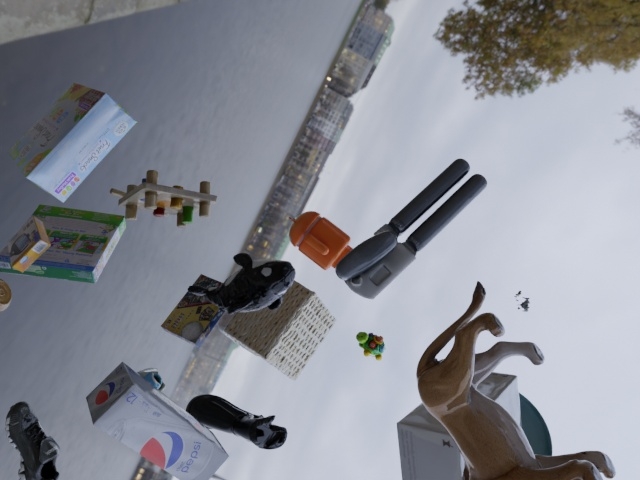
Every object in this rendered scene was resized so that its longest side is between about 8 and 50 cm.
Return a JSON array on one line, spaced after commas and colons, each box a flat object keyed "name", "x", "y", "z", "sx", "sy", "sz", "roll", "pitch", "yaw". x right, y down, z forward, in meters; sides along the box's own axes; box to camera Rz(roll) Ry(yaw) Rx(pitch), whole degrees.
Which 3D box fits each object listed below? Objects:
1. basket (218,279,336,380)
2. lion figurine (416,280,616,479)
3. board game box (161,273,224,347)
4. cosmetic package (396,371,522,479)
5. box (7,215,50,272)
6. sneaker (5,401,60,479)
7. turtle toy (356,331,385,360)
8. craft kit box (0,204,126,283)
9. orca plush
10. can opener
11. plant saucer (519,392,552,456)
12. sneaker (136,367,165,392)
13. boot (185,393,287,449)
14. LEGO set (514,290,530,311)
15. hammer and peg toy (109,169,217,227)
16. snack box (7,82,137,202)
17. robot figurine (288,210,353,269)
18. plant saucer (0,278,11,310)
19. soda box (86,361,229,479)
[{"name": "basket", "x": -0.160, "y": 0.330, "z": 1.796, "sx": 0.331, "sy": 0.267, "sz": 0.328, "roll": -52, "pitch": 146, "yaw": -15}, {"name": "lion figurine", "x": 0.240, "y": 0.281, "z": 0.658, "sx": 0.240, "sy": 0.142, "sz": 0.392, "roll": -37, "pitch": -114, "yaw": 31}, {"name": "board game box", "x": -0.439, "y": 0.250, "z": 1.649, "sx": 0.243, "sy": 0.165, "sz": 0.042, "roll": -57, "pitch": 152, "yaw": -29}, {"name": "cosmetic package", "x": 0.349, "y": 0.473, "z": 1.086, "sx": 0.156, "sy": 0.385, "sz": 0.217, "roll": -4, "pitch": -88, "yaw": 41}, {"name": "box", "x": -0.632, "y": 0.002, "z": 0.975, "sx": 0.081, "sy": 0.028, "sz": 0.136, "roll": -47, "pitch": -133, "yaw": -6}, {"name": "sneaker", "x": -0.707, "y": 0.512, "z": 1.131, "sx": 0.078, "sy": 0.106, "sz": 0.234, "roll": -33, "pitch": 116, "yaw": -74}, {"name": "turtle toy", "x": 0.184, "y": 0.373, "z": 1.647, "sx": 0.066, "sy": 0.130, "sz": 0.095, "roll": -59, "pitch": -161, "yaw": 29}, {"name": "craft kit box", "x": -0.721, "y": 0.004, "z": 1.281, "sx": 0.246, "sy": 0.250, "sz": 0.060, "roll": -87, "pitch": -172, "yaw": -47}, {"name": "orca plush", "x": -0.189, "y": 0.114, "z": 0.997, "sx": 0.102, "sy": 0.287, "sz": 0.151, "roll": -49, "pitch": 129, "yaw": -52}, {"name": "can opener", "x": 0.144, "y": -0.019, "z": 0.690, "sx": 0.280, "sy": 0.074, "sz": 0.093, "roll": -41, "pitch": 171, "yaw": -11}, {"name": "plant saucer", "x": 0.521, "y": 0.581, "z": 1.352, "sx": 0.044, "sy": 0.318, "sz": 0.317, "roll": 7, "pitch": 115, "yaw": -55}, {"name": "sneaker", "x": -0.407, "y": 0.345, "z": 1.045, "sx": 0.092, "sy": 0.087, "sz": 0.229, "roll": -29, "pitch": 176, "yaw": -20}, {"name": "boot", "x": -0.235, "y": 0.510, "z": 1.280, "sx": 0.207, "sy": 0.247, "sz": 0.094, "roll": -18, "pitch": -134, "yaw": 53}, {"name": "LEGO set", "x": 0.660, "y": 0.202, "z": 1.465, "sx": 0.054, "sy": 0.083, "sz": 0.023, "roll": -58, "pitch": -155, "yaw": -7}, {"name": "hammer and peg toy", "x": -0.558, "y": -0.123, "z": 1.569, "sx": 0.361, "sy": 0.266, "sz": 0.127, "roll": -13, "pitch": -107, "yaw": 47}, {"name": "snack box", "x": -0.422, "y": -0.173, "z": 0.759, "sx": 0.174, "sy": 0.070, "sz": 0.207, "roll": -52, "pitch": -137, "yaw": -9}, {"name": "robot figurine", "x": 0.000, "y": 0.000, "z": 1.322, "sx": 0.158, "sy": 0.219, "sz": 0.128, "roll": -50, "pitch": 176, "yaw": -42}, {"name": "plant saucer", "x": -0.732, "y": 0.119, "z": 1.029, "sx": 0.015, "sy": 0.083, "sz": 0.083, "roll": -18, "pitch": -166, "yaw": 3}, {"name": "soda box", "x": -0.309, "y": 0.366, "z": 0.877, "sx": 0.091, "sy": 0.286, "sz": 0.098, "roll": -46, "pitch": -146, "yaw": -17}]
